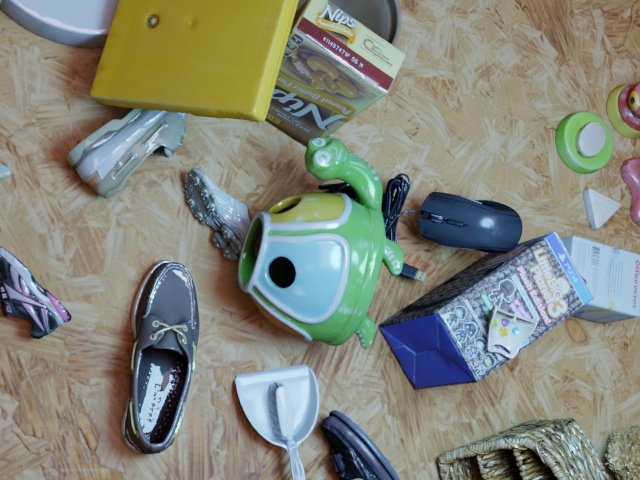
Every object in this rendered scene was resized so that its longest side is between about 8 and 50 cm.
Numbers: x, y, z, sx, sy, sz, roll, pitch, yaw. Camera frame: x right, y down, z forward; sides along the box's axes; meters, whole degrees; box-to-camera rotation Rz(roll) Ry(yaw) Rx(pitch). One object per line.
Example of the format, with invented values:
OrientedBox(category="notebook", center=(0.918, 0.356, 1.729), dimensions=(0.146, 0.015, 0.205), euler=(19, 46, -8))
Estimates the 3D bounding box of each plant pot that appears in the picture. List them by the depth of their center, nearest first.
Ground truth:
OrientedBox(category="plant pot", center=(0.023, -0.412, 1.874), dimensions=(0.237, 0.109, 0.237), euler=(5, 77, -22))

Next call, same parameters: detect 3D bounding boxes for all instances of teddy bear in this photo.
OrientedBox(category="teddy bear", center=(0.662, 0.530, 1.952), dimensions=(0.245, 0.113, 0.338), euler=(5, 78, -24))

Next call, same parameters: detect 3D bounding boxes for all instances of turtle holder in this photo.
OrientedBox(category="turtle holder", center=(0.000, 0.016, 1.676), dimensions=(0.227, 0.320, 0.243), euler=(14, 37, -18))

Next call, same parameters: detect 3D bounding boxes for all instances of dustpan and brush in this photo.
OrientedBox(category="dustpan and brush", center=(-0.058, 0.324, 1.718), dimensions=(0.147, 0.060, 0.211), euler=(-6, 82, -24))

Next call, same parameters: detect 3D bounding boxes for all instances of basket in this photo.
OrientedBox(category="basket", center=(0.382, 0.488, 1.785), dimensions=(0.223, 0.213, 0.299), euler=(-14, 85, -25))

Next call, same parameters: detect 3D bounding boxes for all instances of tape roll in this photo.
OrientedBox(category="tape roll", center=(-0.411, -0.526, 1.736), dimensions=(0.392, 0.072, 0.392), euler=(4, 79, -21))

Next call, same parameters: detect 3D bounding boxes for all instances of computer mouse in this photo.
OrientedBox(category="computer mouse", center=(0.224, -0.002, 1.825), dimensions=(0.262, 0.060, 0.184), euler=(18, 100, 9))

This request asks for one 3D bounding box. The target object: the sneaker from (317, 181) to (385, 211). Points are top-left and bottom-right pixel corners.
OrientedBox(category="sneaker", center=(0.064, -0.078, 1.834), dimensions=(0.170, 0.089, 0.051), euler=(2, 78, -22))

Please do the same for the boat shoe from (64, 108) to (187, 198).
OrientedBox(category="boat shoe", center=(-0.282, -0.187, 1.708), dimensions=(0.302, 0.113, 0.103), euler=(-38, 97, -14))

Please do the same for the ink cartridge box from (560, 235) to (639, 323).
OrientedBox(category="ink cartridge box", center=(0.526, 0.080, 1.974), dimensions=(0.176, 0.127, 0.128), euler=(15, 73, -19))

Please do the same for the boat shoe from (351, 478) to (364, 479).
OrientedBox(category="boat shoe", center=(0.017, 0.561, 1.673), dimensions=(0.095, 0.112, 0.335), euler=(32, 81, -32))

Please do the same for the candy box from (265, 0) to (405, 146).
OrientedBox(category="candy box", center=(-0.013, -0.280, 1.717), dimensions=(0.183, 0.316, 0.088), euler=(33, 67, -14))

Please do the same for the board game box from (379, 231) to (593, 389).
OrientedBox(category="board game box", center=(0.294, 0.130, 1.811), dimensions=(0.291, 0.232, 0.141), euler=(-31, 92, -26))

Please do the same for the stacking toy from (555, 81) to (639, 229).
OrientedBox(category="stacking toy", center=(0.656, -0.179, 2.081), dimensions=(0.279, 0.130, 0.309), euler=(-18, 87, -25))

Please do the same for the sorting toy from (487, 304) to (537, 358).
OrientedBox(category="sorting toy", center=(0.306, 0.154, 1.662), dimensions=(0.083, 0.045, 0.075), euler=(20, 79, -18))

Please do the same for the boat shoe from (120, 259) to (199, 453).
OrientedBox(category="boat shoe", center=(-0.256, 0.186, 1.643), dimensions=(0.116, 0.096, 0.324), euler=(14, 75, -20))

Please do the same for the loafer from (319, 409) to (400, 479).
OrientedBox(category="loafer", center=(0.089, 0.434, 1.737), dimensions=(0.095, 0.109, 0.302), euler=(-40, 99, -20))

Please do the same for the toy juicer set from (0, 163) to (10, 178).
OrientedBox(category="toy juicer set", center=(-0.662, -0.184, 1.552), dimensions=(0.209, 0.089, 0.329), euler=(-40, 96, -24))

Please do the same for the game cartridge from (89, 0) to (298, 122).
OrientedBox(category="game cartridge", center=(-0.196, -0.338, 1.608), dimensions=(0.052, 0.323, 0.285), euler=(34, 68, -62))

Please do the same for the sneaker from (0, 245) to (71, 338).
OrientedBox(category="sneaker", center=(-0.481, 0.082, 1.588), dimensions=(0.077, 0.072, 0.178), euler=(-43, 92, -13))

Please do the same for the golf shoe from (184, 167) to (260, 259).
OrientedBox(category="golf shoe", center=(-0.171, -0.054, 1.757), dimensions=(0.086, 0.069, 0.176), euler=(-35, 97, -45))
